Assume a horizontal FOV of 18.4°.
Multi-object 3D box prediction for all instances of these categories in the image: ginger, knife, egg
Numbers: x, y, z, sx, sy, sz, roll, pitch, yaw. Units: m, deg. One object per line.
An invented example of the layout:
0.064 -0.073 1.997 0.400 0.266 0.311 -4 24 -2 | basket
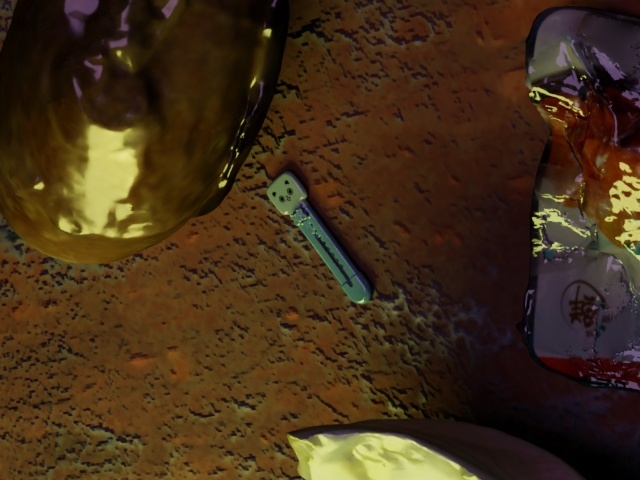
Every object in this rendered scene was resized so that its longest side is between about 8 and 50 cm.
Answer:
-0.101 -0.107 1.159 0.165 0.172 0.321 18 124 -17 | ginger
0.000 0.000 1.223 0.096 0.010 0.027 53 130 6 | knife
0.110 0.206 1.134 0.206 0.161 0.271 71 173 -46 | egg

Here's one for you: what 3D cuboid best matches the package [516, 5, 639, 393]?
0.181 -0.015 1.069 0.166 0.040 0.232 15 117 30 | package
